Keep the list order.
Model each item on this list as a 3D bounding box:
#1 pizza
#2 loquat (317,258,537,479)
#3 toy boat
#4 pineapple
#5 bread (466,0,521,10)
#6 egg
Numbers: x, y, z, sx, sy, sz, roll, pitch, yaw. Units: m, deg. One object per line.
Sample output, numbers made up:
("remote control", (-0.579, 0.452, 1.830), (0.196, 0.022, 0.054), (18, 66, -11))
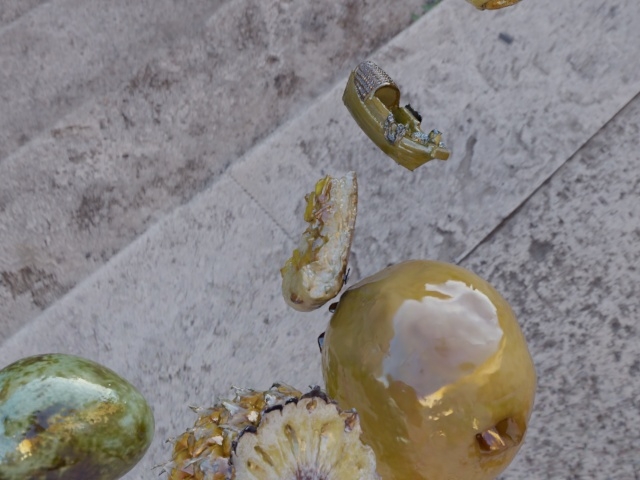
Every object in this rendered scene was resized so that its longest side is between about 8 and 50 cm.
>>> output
("pizza", (0.000, 0.000, 0.885), (0.062, 0.182, 0.161), (23, 103, -6))
("loquat", (0.103, 0.131, 0.826), (0.193, 0.238, 0.238), (-21, 76, -26))
("toy boat", (0.066, -0.113, 0.789), (0.047, 0.049, 0.149), (8, 34, -40))
("pineapple", (-0.056, 0.182, 0.628), (0.176, 0.137, 0.161), (24, 71, -39))
("bread", (0.254, -0.360, 0.935), (0.099, 0.235, 0.210), (41, 41, -20))
("egg", (-0.413, 0.300, 1.377), (0.289, 0.238, 0.238), (5, 70, -14))
